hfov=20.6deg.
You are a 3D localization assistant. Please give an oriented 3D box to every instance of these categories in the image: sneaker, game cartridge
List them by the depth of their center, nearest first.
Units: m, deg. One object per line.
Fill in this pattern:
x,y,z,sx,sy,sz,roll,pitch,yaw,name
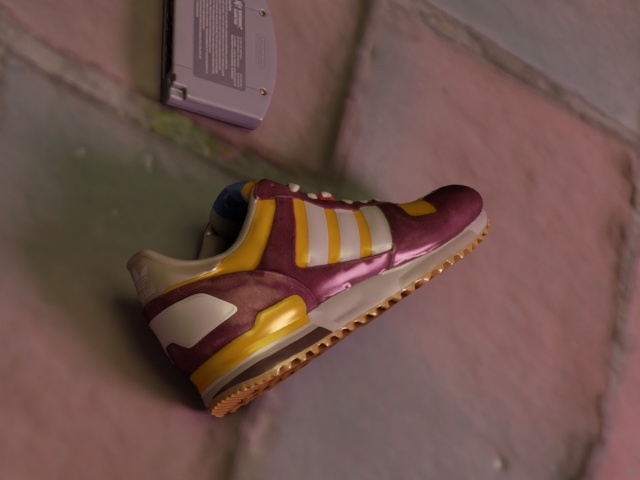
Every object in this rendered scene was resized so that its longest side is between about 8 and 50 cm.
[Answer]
0.000,0.000,0.770,0.185,0.069,0.084,-32,86,-43,sneaker
-0.048,-0.092,0.838,0.056,0.017,0.083,14,54,-21,game cartridge
